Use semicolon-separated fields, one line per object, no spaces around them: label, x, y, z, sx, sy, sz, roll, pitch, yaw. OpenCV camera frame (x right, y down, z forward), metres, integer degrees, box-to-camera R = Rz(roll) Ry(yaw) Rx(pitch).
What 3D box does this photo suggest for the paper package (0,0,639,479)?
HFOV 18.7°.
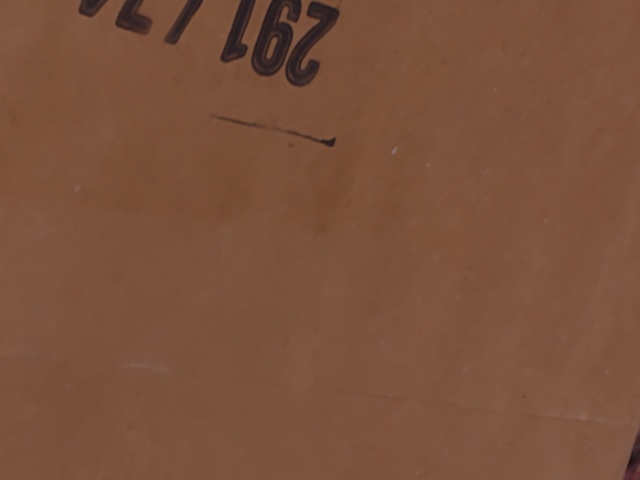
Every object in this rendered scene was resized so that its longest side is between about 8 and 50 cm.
paper package;-0.083;0.013;0.455;0.325;0.168;0.309;6;104;-38
